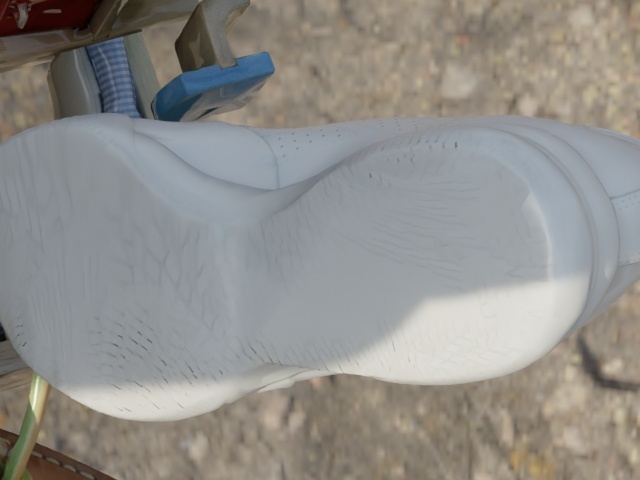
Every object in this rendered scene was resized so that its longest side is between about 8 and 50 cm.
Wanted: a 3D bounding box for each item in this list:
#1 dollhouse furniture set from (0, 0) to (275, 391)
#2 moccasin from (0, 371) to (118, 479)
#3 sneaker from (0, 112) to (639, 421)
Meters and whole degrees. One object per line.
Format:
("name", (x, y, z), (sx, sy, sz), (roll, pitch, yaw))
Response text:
("dollhouse furniture set", (-0.093, -0.029, 0.638), (0.129, 0.184, 0.129), (-17, 83, -19))
("moccasin", (-0.152, 0.074, 0.547), (0.147, 0.380, 0.139), (-20, 58, 26))
("sneaker", (0.000, 0.000, 0.505), (0.212, 0.080, 0.094), (2, 14, 40))
